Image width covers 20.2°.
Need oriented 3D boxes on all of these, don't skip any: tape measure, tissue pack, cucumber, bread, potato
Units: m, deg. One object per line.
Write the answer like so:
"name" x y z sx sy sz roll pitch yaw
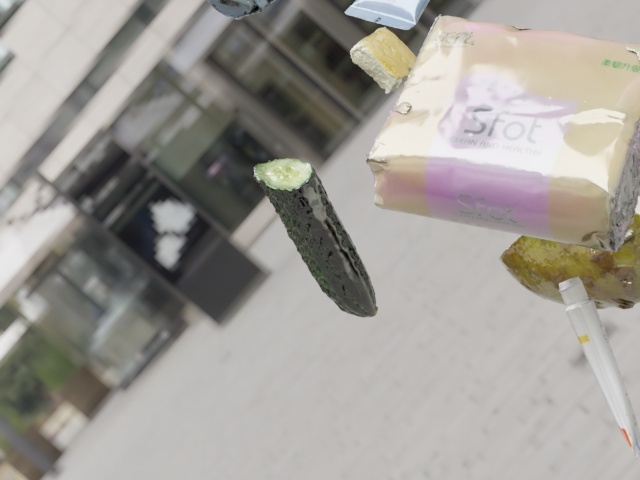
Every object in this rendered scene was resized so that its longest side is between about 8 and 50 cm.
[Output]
"tape measure" -0.102 -0.313 2.193 0.094 0.091 0.054 7 47 41
"tissue pack" 0.201 -0.106 1.773 0.215 0.257 0.123 -64 -30 -30
"cucumber" 0.000 -0.001 2.337 0.077 0.265 0.077 -19 33 13
"bread" 0.074 -0.208 2.058 0.035 0.070 0.083 -48 1 35
"potato" 0.349 0.005 2.296 0.298 0.176 0.141 -15 8 42

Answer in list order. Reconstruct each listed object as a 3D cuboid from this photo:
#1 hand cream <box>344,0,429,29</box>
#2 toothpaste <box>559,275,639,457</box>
"hand cream" 0.134 -0.351 2.149 0.271 0.091 0.058 -55 -31 -26
"toothpaste" 0.288 0.128 1.826 0.031 0.190 0.048 -23 -3 19
